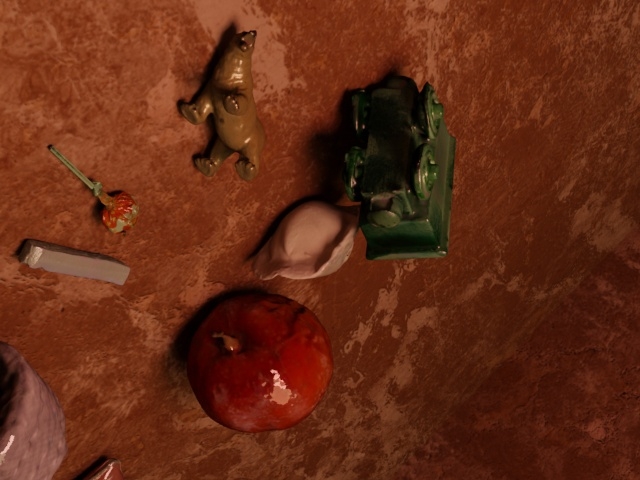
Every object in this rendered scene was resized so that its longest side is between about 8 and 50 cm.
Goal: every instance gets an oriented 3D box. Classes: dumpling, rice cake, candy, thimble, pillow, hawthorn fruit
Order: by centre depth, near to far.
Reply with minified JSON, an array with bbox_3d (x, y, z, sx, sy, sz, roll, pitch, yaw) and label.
[{"bbox_3d":[-0.448,0.248,1.168,0.245,0.217,0.157,-32,146,-11],"label":"thimble"},{"bbox_3d":[-0.286,-0.067,1.184,0.184,0.049,0.055,54,51,-53],"label":"candy"},{"bbox_3d":[-0.326,0.033,1.249,0.042,0.030,0.180,-58,149,9],"label":"rice cake"},{"bbox_3d":[0.000,0.000,1.514,0.229,0.151,0.124,-38,114,-22],"label":"dumpling"},{"bbox_3d":[-0.116,0.188,1.519,0.242,0.242,0.272,-49,147,3],"label":"hawthorn fruit"},{"bbox_3d":[-0.398,0.470,1.633,0.171,0.075,0.179,-34,146,-20],"label":"pillow"}]

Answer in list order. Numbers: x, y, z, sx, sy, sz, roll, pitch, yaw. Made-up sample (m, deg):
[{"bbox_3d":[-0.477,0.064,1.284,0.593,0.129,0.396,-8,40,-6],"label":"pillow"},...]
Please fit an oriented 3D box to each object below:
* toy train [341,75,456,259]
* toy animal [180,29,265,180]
[{"bbox_3d":[0.123,-0.117,1.442,0.202,0.145,0.266,61,32,-52],"label":"toy train"},{"bbox_3d":[-0.113,-0.173,1.232,0.101,0.103,0.218,-53,153,-29],"label":"toy animal"}]
